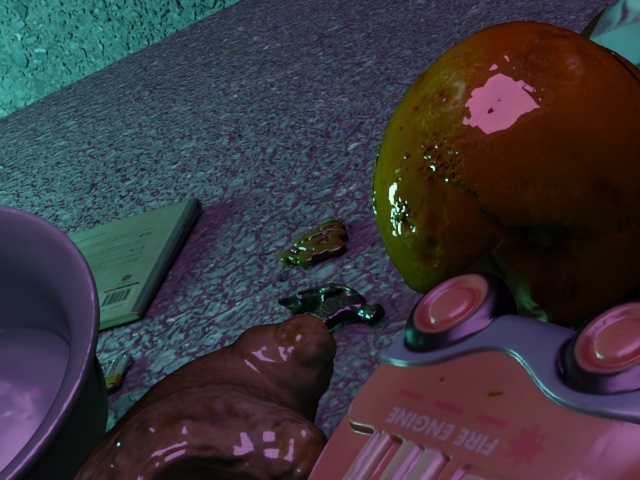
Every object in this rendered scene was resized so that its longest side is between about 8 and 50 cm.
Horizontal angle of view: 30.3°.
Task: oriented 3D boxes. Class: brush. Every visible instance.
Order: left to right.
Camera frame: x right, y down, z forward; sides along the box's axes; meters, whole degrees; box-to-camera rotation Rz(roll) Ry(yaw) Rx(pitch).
[{"bbox_3d":[-0.241,0.175,1.135,0.083,0.010,0.218,-18,23,15],"label":"brush"}]

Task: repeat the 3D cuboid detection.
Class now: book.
[{"bbox_3d":[-0.271,0.042,1.452,0.215,0.025,0.282,-15,24,19],"label":"book"}]

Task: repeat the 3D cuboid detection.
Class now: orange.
[{"bbox_3d":[0.160,-0.045,0.919,0.240,0.240,0.240,-21,22,9],"label":"orange"}]

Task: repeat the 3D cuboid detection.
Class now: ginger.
[{"bbox_3d":[-0.063,0.139,0.805,0.221,0.130,0.276,-40,8,-20],"label":"ginger"}]

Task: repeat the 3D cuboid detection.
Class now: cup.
[{"bbox_3d":[-0.320,0.149,1.000,0.347,0.163,0.347,-10,50,12],"label":"cup"}]

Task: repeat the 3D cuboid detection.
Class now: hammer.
[{"bbox_3d":[-0.080,0.127,1.059,0.297,0.027,0.125,-35,25,-24],"label":"hammer"}]

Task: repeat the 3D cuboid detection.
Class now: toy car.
[{"bbox_3d":[0.107,0.155,0.620,0.212,0.180,0.270,-46,28,-22],"label":"toy car"}]

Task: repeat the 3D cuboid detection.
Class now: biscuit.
[{"bbox_3d":[0.000,0.000,1.279,0.082,0.016,0.092,-11,27,32],"label":"biscuit"}]

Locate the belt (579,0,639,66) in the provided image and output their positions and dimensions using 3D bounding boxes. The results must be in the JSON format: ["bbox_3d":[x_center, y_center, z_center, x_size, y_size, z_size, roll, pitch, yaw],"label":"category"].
[{"bbox_3d":[0.326,-0.136,1.023,0.261,0.184,0.105,-4,29,42],"label":"belt"}]
